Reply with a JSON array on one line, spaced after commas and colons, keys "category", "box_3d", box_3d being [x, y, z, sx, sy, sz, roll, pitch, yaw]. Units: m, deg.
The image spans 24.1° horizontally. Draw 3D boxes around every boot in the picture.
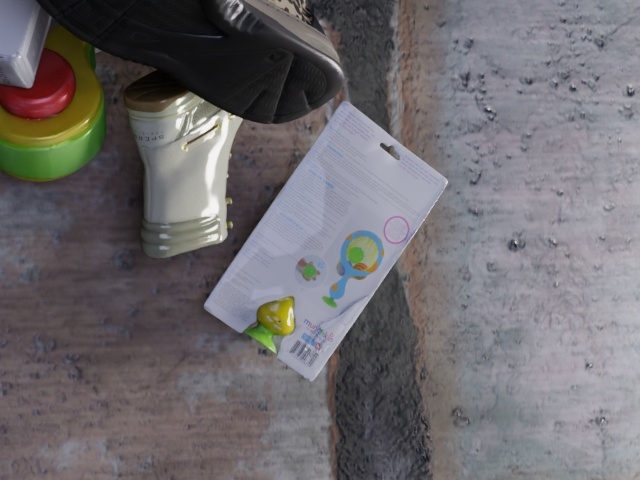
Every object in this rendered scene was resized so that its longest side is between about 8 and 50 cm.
[{"category": "boot", "box_3d": [-0.130, -0.286, 1.247, 0.377, 0.138, 0.284, 28, 41, -46]}, {"category": "boot", "box_3d": [-0.101, -0.088, 1.387, 0.213, 0.077, 0.165, -35, 130, -51]}]

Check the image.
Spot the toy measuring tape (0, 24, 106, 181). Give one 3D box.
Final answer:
[{"category": "toy measuring tape", "box_3d": [-0.196, -0.140, 1.335, 0.330, 0.121, 0.121, -32, 100, -24]}]

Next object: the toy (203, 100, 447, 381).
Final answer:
[{"category": "toy", "box_3d": [0.000, 0.000, 1.442, 0.137, 0.056, 0.237, 36, 81, -21]}]

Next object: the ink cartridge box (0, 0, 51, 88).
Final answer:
[{"category": "ink cartridge box", "box_3d": [-0.340, -0.294, 1.279, 0.261, 0.066, 0.296, 11, 71, 4]}]
